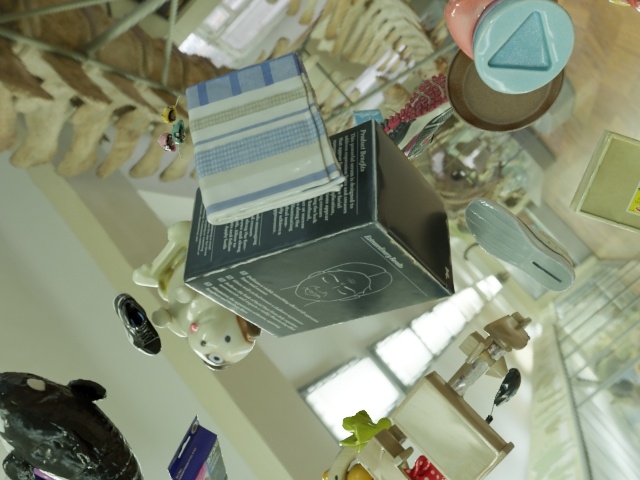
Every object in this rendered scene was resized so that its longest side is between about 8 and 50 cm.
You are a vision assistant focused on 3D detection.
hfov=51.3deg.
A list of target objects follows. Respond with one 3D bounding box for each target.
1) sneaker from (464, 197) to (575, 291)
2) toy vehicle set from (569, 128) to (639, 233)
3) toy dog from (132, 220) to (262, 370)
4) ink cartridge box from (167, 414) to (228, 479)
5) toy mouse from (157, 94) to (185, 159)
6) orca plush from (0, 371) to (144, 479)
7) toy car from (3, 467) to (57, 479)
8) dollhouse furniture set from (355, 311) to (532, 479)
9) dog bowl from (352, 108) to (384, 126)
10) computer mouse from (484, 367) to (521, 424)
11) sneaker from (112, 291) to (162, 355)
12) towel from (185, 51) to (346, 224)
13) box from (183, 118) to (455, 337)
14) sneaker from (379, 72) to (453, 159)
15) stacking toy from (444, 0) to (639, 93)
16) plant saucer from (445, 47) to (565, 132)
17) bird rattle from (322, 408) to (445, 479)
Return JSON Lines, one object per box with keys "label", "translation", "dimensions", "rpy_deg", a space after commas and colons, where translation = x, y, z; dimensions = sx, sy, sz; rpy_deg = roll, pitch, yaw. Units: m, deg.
{"label": "sneaker", "translation": [0.396, 0.002, 1.334], "dimensions": [0.258, 0.094, 0.091], "rpy_deg": [40, -150, -3]}
{"label": "toy vehicle set", "translation": [0.639, -0.095, 1.288], "dimensions": [0.266, 0.166, 0.035], "rpy_deg": [17, -161, -6]}
{"label": "toy dog", "translation": [-0.355, 0.210, 2.089], "dimensions": [0.395, 0.284, 0.408], "rpy_deg": [33, -160, -52]}
{"label": "ink cartridge box", "translation": [-0.352, 0.683, 1.951], "dimensions": [0.371, 0.069, 0.176], "rpy_deg": [86, -157, -45]}
{"label": "toy mouse", "translation": [-0.379, -0.267, 1.692], "dimensions": [0.161, 0.031, 0.143], "rpy_deg": [-74, -18, -47]}
{"label": "orca plush", "translation": [-0.305, 0.281, 0.836], "dimensions": [0.102, 0.151, 0.287], "rpy_deg": [11, 129, 60]}
{"label": "toy car", "translation": [-0.486, 0.426, 1.238], "dimensions": [0.159, 0.136, 0.182], "rpy_deg": [29, -120, -15]}
{"label": "dollhouse furniture set", "translation": [0.283, 0.314, 1.216], "dimensions": [0.174, 0.303, 0.355], "rpy_deg": [45, -155, 22]}
{"label": "dog bowl", "translation": [0.160, -0.215, 1.789], "dimensions": [0.166, 0.074, 0.297], "rpy_deg": [30, -134, -81]}
{"label": "computer mouse", "translation": [0.446, 0.420, 1.666], "dimensions": [0.041, 0.242, 0.071], "rpy_deg": [28, -152, 21]}
{"label": "sneaker", "translation": [-0.511, 0.252, 1.890], "dimensions": [0.121, 0.079, 0.217], "rpy_deg": [14, 136, 61]}
{"label": "towel", "translation": [-0.094, -0.162, 1.024], "dimensions": [0.034, 0.209, 0.285], "rpy_deg": [71, -178, -57]}
{"label": "box", "translation": [0.000, 0.000, 1.222], "dimensions": [0.293, 0.395, 0.212], "rpy_deg": [40, -137, -46]}
{"label": "sneaker", "translation": [0.249, -0.289, 1.608], "dimensions": [0.112, 0.299, 0.121], "rpy_deg": [32, -145, -32]}
{"label": "stacking toy", "translation": [0.296, -0.340, 0.822], "dimensions": [0.279, 0.309, 0.130], "rpy_deg": [48, -157, -33]}
{"label": "plant saucer", "translation": [0.316, -0.275, 1.143], "dimensions": [0.199, 0.198, 0.036], "rpy_deg": [52, -168, 22]}
{"label": "bird rattle", "translation": [0.123, 0.472, 1.357], "dimensions": [0.253, 0.207, 0.143], "rpy_deg": [46, -179, -1]}
